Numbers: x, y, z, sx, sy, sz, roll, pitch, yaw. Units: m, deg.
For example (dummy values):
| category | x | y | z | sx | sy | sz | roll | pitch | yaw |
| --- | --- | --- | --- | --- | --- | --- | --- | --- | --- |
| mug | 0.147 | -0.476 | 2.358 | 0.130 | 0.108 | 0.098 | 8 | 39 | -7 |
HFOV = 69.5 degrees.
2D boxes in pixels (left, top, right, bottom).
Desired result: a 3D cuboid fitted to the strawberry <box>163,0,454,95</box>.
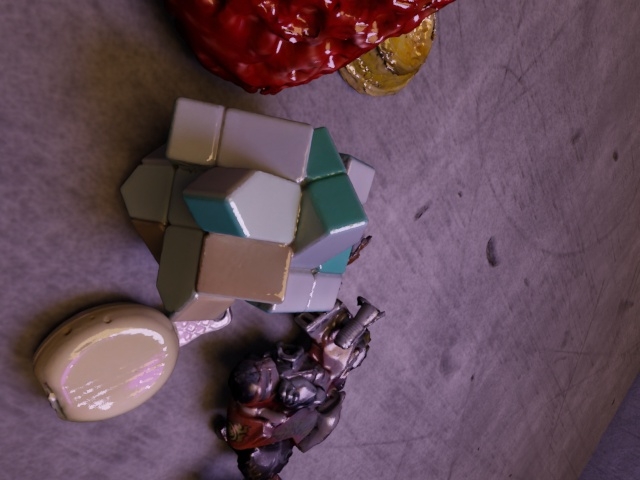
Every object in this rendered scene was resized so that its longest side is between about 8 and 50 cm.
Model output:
| category | x | y | z | sx | sy | sz | roll | pitch | yaw |
| --- | --- | --- | --- | --- | --- | --- | --- | --- | --- |
| strawberry | -0.002 | -0.290 | 0.398 | 0.296 | 0.345 | 0.317 | -4 | 107 | -39 |

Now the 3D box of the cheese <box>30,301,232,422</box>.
| category | x | y | z | sx | sy | sz | roll | pitch | yaw |
| --- | --- | --- | --- | --- | --- | --- | --- | --- | --- |
| cheese | -0.210 | 0.126 | 0.556 | 0.228 | 0.064 | 0.137 | -22 | 121 | -30 |

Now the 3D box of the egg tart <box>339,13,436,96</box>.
| category | x | y | z | sx | sy | sz | roll | pitch | yaw |
| --- | --- | --- | --- | --- | --- | --- | --- | --- | --- |
| egg tart | 0.103 | -0.298 | 0.659 | 0.191 | 0.074 | 0.191 | -12 | 109 | -36 |

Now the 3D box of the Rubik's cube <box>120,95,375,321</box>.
| category | x | y | z | sx | sy | sz | roll | pitch | yaw |
| --- | --- | --- | --- | --- | --- | --- | --- | --- | --- |
| Rubik's cube | -0.077 | -0.023 | 0.491 | 0.213 | 0.265 | 0.224 | 12 | 94 | -56 |

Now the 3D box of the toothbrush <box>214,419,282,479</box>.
| category | x | y | z | sx | sy | sz | roll | pitch | yaw |
| --- | --- | --- | --- | --- | --- | --- | --- | --- | --- |
| toothbrush | -0.082 | 0.407 | 0.766 | 0.041 | 0.041 | 0.363 | -39 | 124 | -22 |

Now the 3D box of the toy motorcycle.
| category | x | y | z | sx | sy | sz | roll | pitch | yaw |
| --- | --- | --- | --- | --- | --- | --- | --- | --- | --- |
| toy motorcycle | -0.008 | 0.162 | 0.686 | 0.401 | 0.134 | 0.207 | -48 | 134 | -15 |
